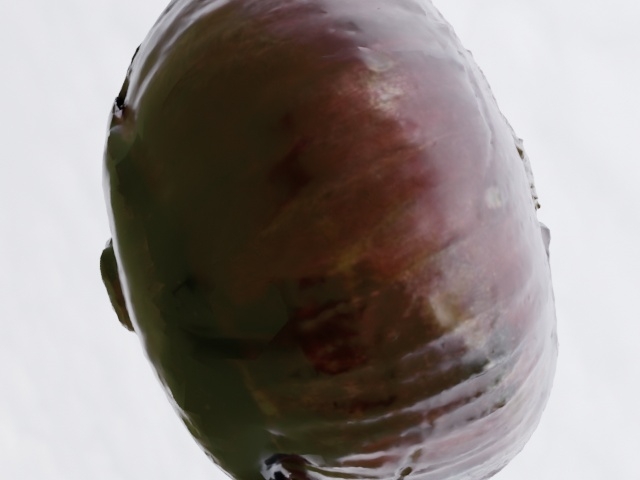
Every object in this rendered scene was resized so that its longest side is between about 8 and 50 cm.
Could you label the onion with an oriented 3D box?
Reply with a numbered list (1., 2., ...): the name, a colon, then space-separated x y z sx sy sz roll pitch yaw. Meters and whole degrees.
1. onion: 0.000 0.000 0.563 0.246 0.190 0.246 -15 90 -89
